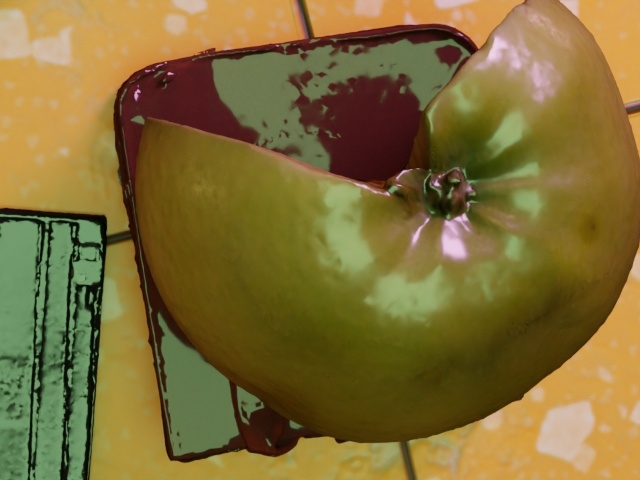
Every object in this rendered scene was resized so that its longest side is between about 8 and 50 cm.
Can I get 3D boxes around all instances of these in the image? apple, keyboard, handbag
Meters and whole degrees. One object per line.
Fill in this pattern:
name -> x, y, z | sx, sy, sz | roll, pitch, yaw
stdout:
apple -> 0.051, 0.000, 1.115 | 0.295, 0.258, 0.233 | -19, 96, -8
keyboard -> -0.196, 0.104, 1.298 | 0.087, 0.017, 0.251 | 3, 97, -10
handbag -> 0.000, 0.000, 1.279 | 0.260, 0.084, 0.276 | -8, 94, -10
